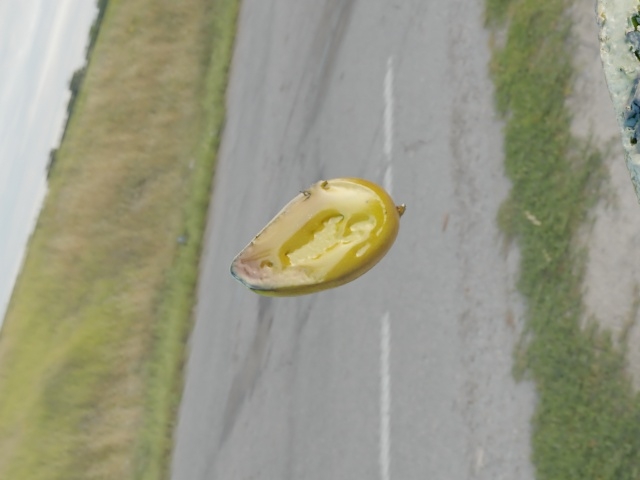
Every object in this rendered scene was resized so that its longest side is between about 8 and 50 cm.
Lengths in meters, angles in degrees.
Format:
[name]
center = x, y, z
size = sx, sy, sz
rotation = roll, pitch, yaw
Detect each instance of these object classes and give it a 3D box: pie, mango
[pie]
center = 0.254, -0.093, 0.805
size = 0.052, 0.185, 0.218
rotation = -15, 59, 23
[mango]
center = 0.000, 0.000, 1.064
size = 0.101, 0.187, 0.066
rotation = 60, 170, 7
